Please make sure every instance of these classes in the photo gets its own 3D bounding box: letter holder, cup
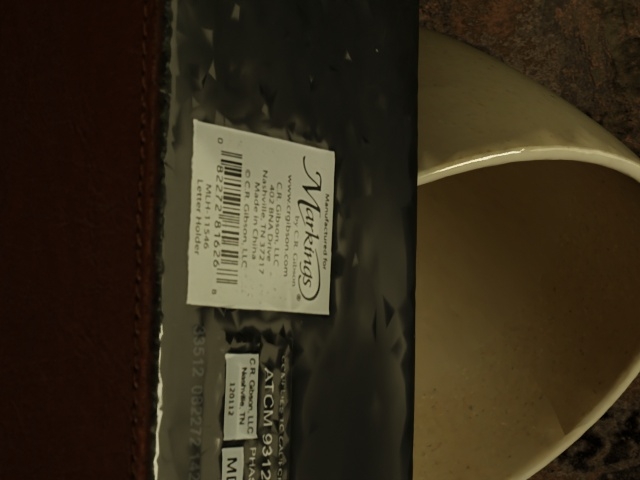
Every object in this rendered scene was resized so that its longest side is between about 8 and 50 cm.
[{"bbox_3d":[-0.090,-0.041,0.558,0.152,0.214,0.302,6,84,-54],"label":"letter holder"},{"bbox_3d":[0.000,0.000,0.810,0.331,0.331,0.237,85,-21,-50],"label":"cup"}]
